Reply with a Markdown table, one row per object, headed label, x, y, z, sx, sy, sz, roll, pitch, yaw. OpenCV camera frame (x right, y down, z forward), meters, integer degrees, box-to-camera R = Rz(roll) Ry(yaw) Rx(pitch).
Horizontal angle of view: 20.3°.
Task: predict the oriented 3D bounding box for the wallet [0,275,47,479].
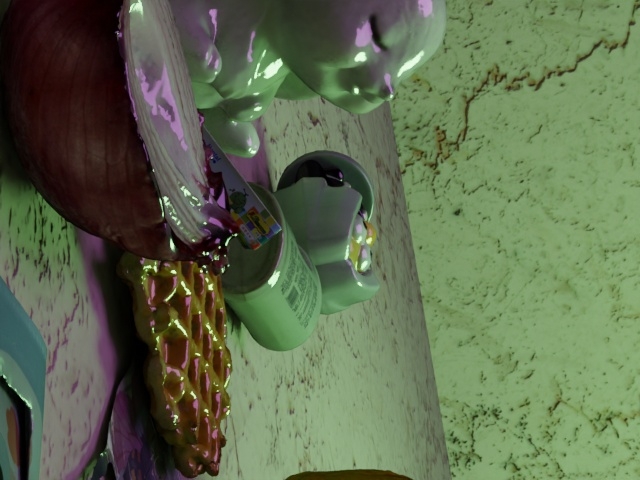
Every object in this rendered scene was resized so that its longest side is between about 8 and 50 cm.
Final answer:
| label | x | y | z | sx | sy | sz | roll | pitch | yaw |
| --- | --- | --- | --- | --- | --- | --- | --- | --- | --- |
| wallet | -0.191 | 0.143 | 0.919 | 0.176 | 0.075 | 0.250 | 77 | 9 | -61 |

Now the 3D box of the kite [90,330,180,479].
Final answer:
| label | x | y | z | sx | sy | sz | roll | pitch | yaw |
| --- | --- | --- | --- | --- | --- | --- | --- | --- | --- |
| kite | -0.138 | 0.206 | 1.324 | 0.360 | 0.022 | 0.204 | -72 | 151 | -72 |

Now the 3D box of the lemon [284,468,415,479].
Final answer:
| label | x | y | z | sx | sy | sz | roll | pitch | yaw |
| --- | --- | --- | --- | --- | --- | --- | --- | --- | --- |
| lemon | 0.026 | 0.326 | 1.512 | 0.284 | 0.260 | 0.261 | -23 | 104 | -81 |

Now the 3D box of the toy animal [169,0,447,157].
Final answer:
| label | x | y | z | sx | sy | sz | roll | pitch | yaw |
| --- | --- | --- | --- | --- | --- | --- | --- | --- | --- |
| toy animal | -0.012 | -0.216 | 1.726 | 0.272 | 0.265 | 0.206 | 59 | 23 | -62 |

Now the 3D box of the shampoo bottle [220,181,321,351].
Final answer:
| label | x | y | z | sx | sy | sz | roll | pitch | yaw |
| --- | --- | --- | --- | --- | --- | --- | --- | --- | --- |
| shampoo bottle | -0.052 | 0.039 | 1.782 | 0.234 | 0.087 | 0.118 | 61 | 23 | -66 |

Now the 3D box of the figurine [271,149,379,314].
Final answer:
| label | x | y | z | sx | sy | sz | roll | pitch | yaw |
| --- | --- | --- | --- | --- | --- | --- | --- | --- | --- |
| figurine | 0.000 | 0.000 | 2.008 | 0.236 | 0.133 | 0.176 | -80 | 157 | -72 |

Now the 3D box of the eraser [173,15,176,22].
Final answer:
| label | x | y | z | sx | sy | sz | roll | pitch | yaw |
| --- | --- | --- | --- | --- | --- | --- | --- | --- | --- |
| eraser | -0.163 | -0.187 | 1.414 | 0.172 | 0.058 | 0.117 | 70 | 15 | -50 |

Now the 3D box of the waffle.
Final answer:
| label | x | y | z | sx | sy | sz | roll | pitch | yaw |
| --- | --- | --- | --- | --- | --- | --- | --- | --- | --- |
| waffle | -0.117 | 0.068 | 1.467 | 0.243 | 0.058 | 0.238 | -78 | 161 | -67 |

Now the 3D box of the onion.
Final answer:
| label | x | y | z | sx | sy | sz | roll | pitch | yaw |
| --- | --- | --- | --- | --- | --- | --- | --- | --- | --- |
| onion | -0.142 | -0.072 | 1.237 | 0.227 | 0.120 | 0.284 | -90 | 164 | -50 |

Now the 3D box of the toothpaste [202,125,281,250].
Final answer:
| label | x | y | z | sx | sy | sz | roll | pitch | yaw |
| --- | --- | --- | --- | --- | --- | --- | --- | --- | --- |
| toothpaste | -0.096 | -0.063 | 1.534 | 0.164 | 0.034 | 0.046 | 53 | -10 | -10 |
